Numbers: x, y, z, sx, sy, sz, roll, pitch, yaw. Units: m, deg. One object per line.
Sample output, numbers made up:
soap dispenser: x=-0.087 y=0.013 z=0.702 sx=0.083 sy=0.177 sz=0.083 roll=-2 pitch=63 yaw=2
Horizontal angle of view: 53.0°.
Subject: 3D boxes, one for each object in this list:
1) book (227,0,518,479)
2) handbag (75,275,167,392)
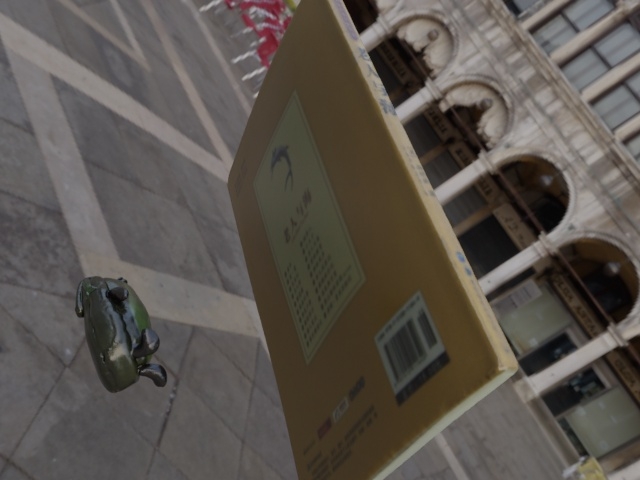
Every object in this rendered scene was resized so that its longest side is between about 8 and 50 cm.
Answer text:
book: x=0.000 y=0.000 z=0.531 sx=0.032 sy=0.269 sz=0.389 roll=3 pitch=51 yaw=-27
handbag: x=-0.150 y=0.060 z=0.469 sx=0.111 sy=0.047 sz=0.072 roll=48 pitch=-32 yaw=48
